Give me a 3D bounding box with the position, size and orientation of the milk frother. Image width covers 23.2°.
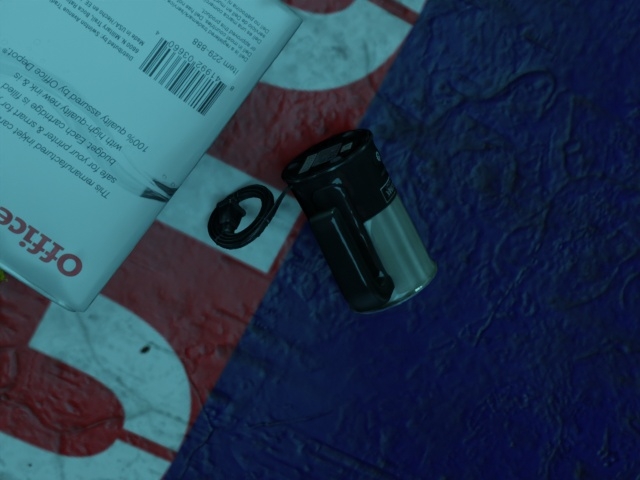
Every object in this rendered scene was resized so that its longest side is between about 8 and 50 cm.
[{"bbox_3d":[0.000,0.000,1.302,0.143,0.129,0.134,-13,113,37],"label":"milk frother"}]

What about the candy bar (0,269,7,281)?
[{"bbox_3d":[-0.337,0.031,1.268,0.161,0.018,0.040,-7,106,-10],"label":"candy bar"}]

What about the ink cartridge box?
[{"bbox_3d":[-0.188,-0.124,1.203,0.211,0.121,0.289,36,95,-18],"label":"ink cartridge box"}]
